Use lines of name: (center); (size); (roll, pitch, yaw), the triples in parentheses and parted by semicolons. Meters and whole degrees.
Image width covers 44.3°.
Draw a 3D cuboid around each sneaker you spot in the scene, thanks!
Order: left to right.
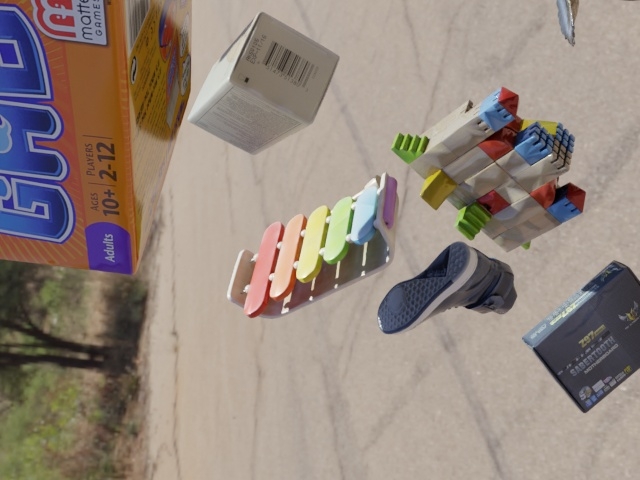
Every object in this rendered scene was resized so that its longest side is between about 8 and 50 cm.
sneaker: (0.215, 0.099, 1.287); (0.226, 0.163, 0.086); (-40, 47, 36)

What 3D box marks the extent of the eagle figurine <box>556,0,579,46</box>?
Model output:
eagle figurine: (0.547, -0.607, 1.710); (0.225, 0.298, 0.226); (-43, 2, 1)

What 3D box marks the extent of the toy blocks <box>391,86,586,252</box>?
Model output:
toy blocks: (0.367, -0.144, 1.516); (0.261, 0.381, 0.191); (-34, 23, 45)

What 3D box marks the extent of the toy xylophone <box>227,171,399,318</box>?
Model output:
toy xylophone: (0.000, 0.000, 1.227); (0.322, 0.081, 0.236); (-32, 30, 24)

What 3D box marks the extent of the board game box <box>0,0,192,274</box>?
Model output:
board game box: (-0.345, -0.228, 0.857); (0.356, 0.356, 0.357); (100, 176, -45)

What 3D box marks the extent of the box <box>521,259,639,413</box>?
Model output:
box: (0.518, 0.179, 1.460); (0.232, 0.183, 0.059); (-40, 15, 0)

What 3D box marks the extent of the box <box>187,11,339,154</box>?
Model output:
box: (-0.103, -0.241, 1.278); (0.121, 0.148, 0.311); (-67, 19, -10)
